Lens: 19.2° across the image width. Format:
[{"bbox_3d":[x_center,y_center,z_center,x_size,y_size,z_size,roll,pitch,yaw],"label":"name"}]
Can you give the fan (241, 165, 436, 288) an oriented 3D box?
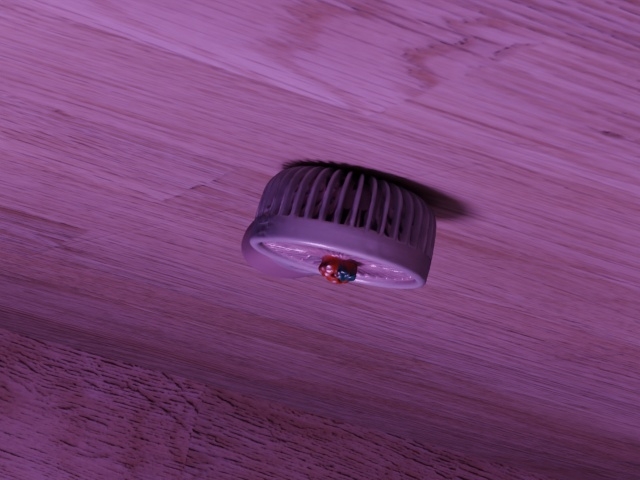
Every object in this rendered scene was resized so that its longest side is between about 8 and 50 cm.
[{"bbox_3d":[0.000,0.000,1.403,0.130,0.074,0.244,16,170,-15],"label":"fan"}]
